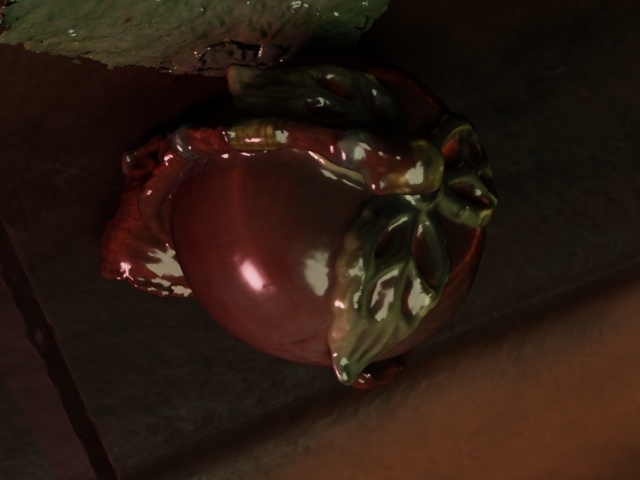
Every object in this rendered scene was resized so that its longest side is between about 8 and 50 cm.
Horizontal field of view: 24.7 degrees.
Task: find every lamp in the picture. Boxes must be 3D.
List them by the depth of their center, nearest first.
[{"bbox_3d":[0.006,-0.010,0.725,0.215,0.223,0.151,30,82,-28],"label":"lamp"}]

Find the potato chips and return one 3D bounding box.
[{"bbox_3d":[-0.029,-0.141,0.668,0.228,0.059,0.167,-40,138,11],"label":"potato chips"}]
